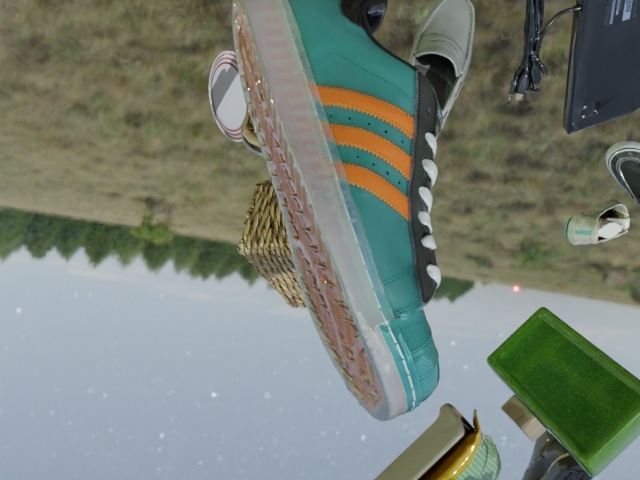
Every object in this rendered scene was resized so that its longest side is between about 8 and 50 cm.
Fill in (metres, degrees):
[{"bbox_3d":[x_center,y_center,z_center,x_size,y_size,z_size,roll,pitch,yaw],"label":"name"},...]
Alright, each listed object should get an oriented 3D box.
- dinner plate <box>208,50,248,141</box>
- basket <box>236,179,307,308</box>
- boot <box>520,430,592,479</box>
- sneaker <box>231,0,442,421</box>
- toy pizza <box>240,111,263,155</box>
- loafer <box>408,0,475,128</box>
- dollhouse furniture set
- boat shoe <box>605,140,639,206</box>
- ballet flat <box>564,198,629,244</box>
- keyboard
[{"bbox_3d":[-0.140,-0.224,1.325,0.017,0.141,0.141,-2,175,27],"label":"dinner plate"},{"bbox_3d":[0.000,0.000,1.809,0.223,0.213,0.299,0,150,27],"label":"basket"},{"bbox_3d":[0.340,0.320,1.279,0.077,0.137,0.198,14,139,-17],"label":"boot"},{"bbox_3d":[0.035,-0.043,0.539,0.121,0.302,0.108,-12,160,-13],"label":"sneaker"},{"bbox_3d":[-0.021,-0.188,1.196,0.201,0.201,0.032,9,140,32],"label":"toy pizza"},{"bbox_3d":[0.202,-0.294,1.443,0.112,0.319,0.111,19,161,-5],"label":"loafer"},{"bbox_3d":[0.206,0.250,0.903,0.151,0.301,0.197,46,179,39],"label":"dollhouse furniture set"},{"bbox_3d":[0.529,-0.068,1.302,0.219,0.078,0.070,37,-143,-7],"label":"boat shoe"},{"bbox_3d":[0.391,-0.019,1.155,0.052,0.057,0.168,9,-162,41],"label":"ballet flat"},{"bbox_3d":[0.286,-0.254,0.897,0.201,0.317,0.033,-19,-140,-15],"label":"keyboard"}]
